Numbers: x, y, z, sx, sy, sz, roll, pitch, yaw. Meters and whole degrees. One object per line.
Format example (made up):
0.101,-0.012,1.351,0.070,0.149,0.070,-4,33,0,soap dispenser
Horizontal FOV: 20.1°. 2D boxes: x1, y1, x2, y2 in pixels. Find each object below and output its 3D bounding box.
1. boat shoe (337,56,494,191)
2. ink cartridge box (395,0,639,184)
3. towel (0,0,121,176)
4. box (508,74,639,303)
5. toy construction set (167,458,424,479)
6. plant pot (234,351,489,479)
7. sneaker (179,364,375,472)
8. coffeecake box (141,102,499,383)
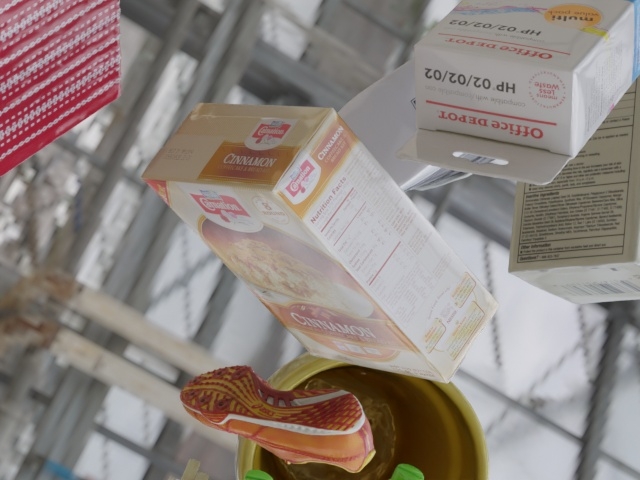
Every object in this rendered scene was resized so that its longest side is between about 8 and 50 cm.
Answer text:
0.143,-0.117,1.349,0.301,0.108,0.102,-34,164,28,boat shoe
0.126,-0.107,1.114,0.181,0.104,0.061,-47,141,-49,ink cartridge box
-0.214,-0.117,1.191,0.199,0.031,0.275,-38,164,-21,towel
0.286,-0.065,1.781,0.148,0.127,0.232,-5,-110,40,box
-0.016,0.270,1.679,0.215,0.328,0.151,-75,173,-66,toy construction set
0.030,0.222,1.914,0.254,0.254,0.239,-59,-171,1,plant pot
-0.038,0.143,1.390,0.175,0.067,0.064,14,-136,36,sneaker
0.000,0.000,1.129,0.142,0.185,0.068,8,-124,52,coffeecake box
